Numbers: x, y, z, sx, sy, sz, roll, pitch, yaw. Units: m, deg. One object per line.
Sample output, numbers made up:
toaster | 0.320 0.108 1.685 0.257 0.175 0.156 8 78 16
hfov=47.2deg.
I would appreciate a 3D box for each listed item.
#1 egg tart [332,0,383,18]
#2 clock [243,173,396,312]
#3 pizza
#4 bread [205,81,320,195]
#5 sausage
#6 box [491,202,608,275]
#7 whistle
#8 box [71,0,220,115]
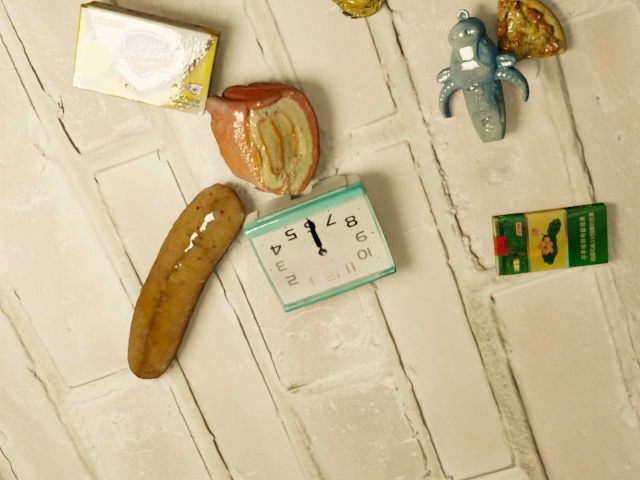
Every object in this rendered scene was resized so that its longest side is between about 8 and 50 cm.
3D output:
egg tart | 0.077 -0.497 1.417 0.130 0.052 0.130 1 104 3
clock | 0.000 0.000 1.540 0.262 0.116 0.231 -20 117 8
pizza | 0.402 -0.401 1.433 0.175 0.046 0.134 29 106 -7
bread | -0.101 -0.197 1.466 0.190 0.123 0.244 -28 118 -20
sausage | -0.311 0.096 1.585 0.136 0.123 0.501 18 110 -33
box | 0.488 -0.002 1.559 0.235 0.034 0.132 -8 107 5
whistle | 0.310 -0.320 1.440 0.180 0.093 0.269 -9 108 31
box | -0.339 -0.356 1.435 0.265 0.097 0.168 13 113 -9
